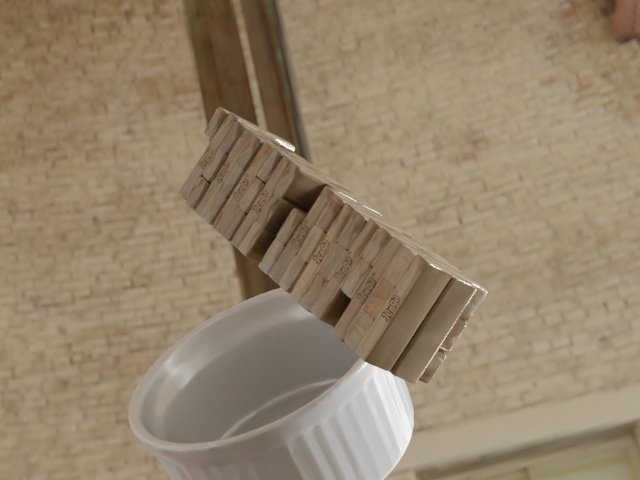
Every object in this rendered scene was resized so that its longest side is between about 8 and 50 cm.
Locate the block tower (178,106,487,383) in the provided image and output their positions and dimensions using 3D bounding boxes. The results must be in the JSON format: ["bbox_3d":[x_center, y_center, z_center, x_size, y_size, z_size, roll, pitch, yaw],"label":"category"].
[{"bbox_3d":[0.000,0.000,1.210,0.091,0.335,0.097,27,-81,-39],"label":"block tower"}]

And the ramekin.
[{"bbox_3d":[-0.040,0.171,1.470,0.277,0.277,0.135,-21,-66,11],"label":"ramekin"}]
